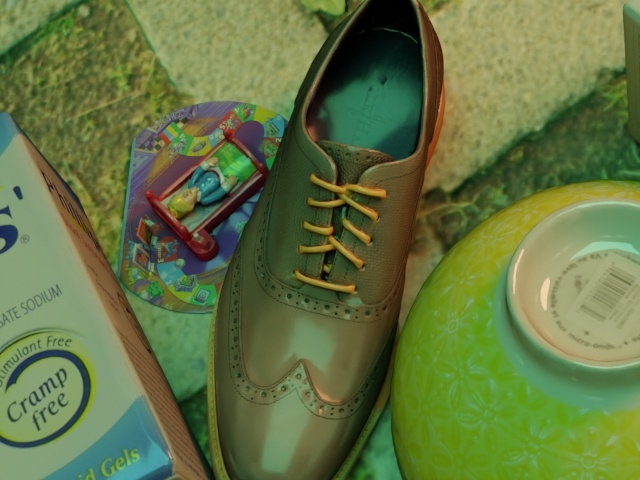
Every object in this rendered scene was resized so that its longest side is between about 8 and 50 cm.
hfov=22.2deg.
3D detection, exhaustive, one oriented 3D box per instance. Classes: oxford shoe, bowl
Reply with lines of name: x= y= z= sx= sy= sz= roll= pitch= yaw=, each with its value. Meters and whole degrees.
oxford shoe: x=0.000 y=0.000 z=1.064 sx=0.130 sy=0.133 sz=0.364 roll=11 pitch=69 yaw=4
bowl: x=0.175 y=0.064 z=0.969 sx=0.289 sy=0.156 sz=0.289 roll=-5 pitch=56 yaw=8

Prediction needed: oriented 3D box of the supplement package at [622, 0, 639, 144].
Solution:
supplement package: x=0.353 y=-0.073 z=1.002 sx=0.175 sy=0.177 sz=0.293 roll=-42 pitch=65 yaw=-8

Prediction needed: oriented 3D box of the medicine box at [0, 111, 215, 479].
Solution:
medicine box: x=-0.243 y=0.111 z=1.067 sx=0.263 sy=0.149 sz=0.289 roll=-29 pitch=64 yaw=-2

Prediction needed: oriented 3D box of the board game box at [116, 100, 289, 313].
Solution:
board game box: x=-0.080 y=-0.032 z=1.160 sx=0.133 sy=0.033 sz=0.169 roll=-1 pitch=67 yaw=12
